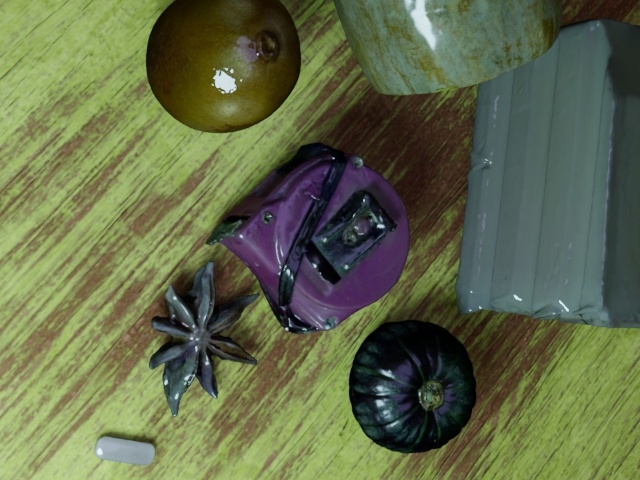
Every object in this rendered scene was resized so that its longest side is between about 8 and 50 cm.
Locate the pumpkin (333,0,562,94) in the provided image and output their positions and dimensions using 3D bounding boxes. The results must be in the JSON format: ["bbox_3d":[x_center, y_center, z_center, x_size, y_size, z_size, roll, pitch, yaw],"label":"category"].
[{"bbox_3d":[0.176,-0.325,1.591,0.332,0.332,0.199,-27,117,-23],"label":"pumpkin"}]

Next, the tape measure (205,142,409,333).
[{"bbox_3d":[0.000,0.000,1.590,0.231,0.149,0.245,46,72,-18],"label":"tape measure"}]

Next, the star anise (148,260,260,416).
[{"bbox_3d":[-0.162,0.129,1.563,0.180,0.061,0.205,-5,96,-32],"label":"star anise"}]

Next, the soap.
[{"bbox_3d":[0.382,-0.093,1.671,0.212,0.350,0.435,6,86,-26],"label":"soap"}]

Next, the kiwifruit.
[{"bbox_3d":[-0.123,-0.235,1.476,0.196,0.234,0.196,-3,96,-29],"label":"kiwifruit"}]

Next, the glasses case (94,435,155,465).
[{"bbox_3d":[-0.263,0.282,1.540,0.083,0.021,0.032,13,83,-26],"label":"glasses case"}]

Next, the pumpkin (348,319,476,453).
[{"bbox_3d":[0.135,0.214,1.671,0.202,0.140,0.202,0,91,-23],"label":"pumpkin"}]
